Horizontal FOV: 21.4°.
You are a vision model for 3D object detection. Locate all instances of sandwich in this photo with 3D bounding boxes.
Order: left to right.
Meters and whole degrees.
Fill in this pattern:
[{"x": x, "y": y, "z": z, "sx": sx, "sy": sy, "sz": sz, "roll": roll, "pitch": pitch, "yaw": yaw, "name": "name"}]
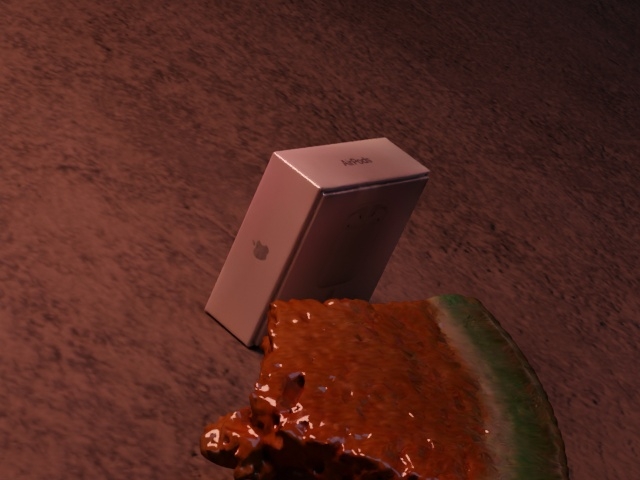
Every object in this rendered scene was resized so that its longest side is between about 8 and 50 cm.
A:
[{"x": 0.046, "y": 0.119, "z": 1.003, "sx": 0.212, "sy": 0.109, "sz": 0.292, "roll": 25, "pitch": 25, "yaw": 1, "name": "sandwich"}]

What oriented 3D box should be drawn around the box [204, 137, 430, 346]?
[{"x": 0.000, "y": 0.000, "z": 1.172, "sx": 0.051, "sy": 0.129, "sz": 0.130, "roll": 37, "pitch": 28, "yaw": 26, "name": "box"}]
